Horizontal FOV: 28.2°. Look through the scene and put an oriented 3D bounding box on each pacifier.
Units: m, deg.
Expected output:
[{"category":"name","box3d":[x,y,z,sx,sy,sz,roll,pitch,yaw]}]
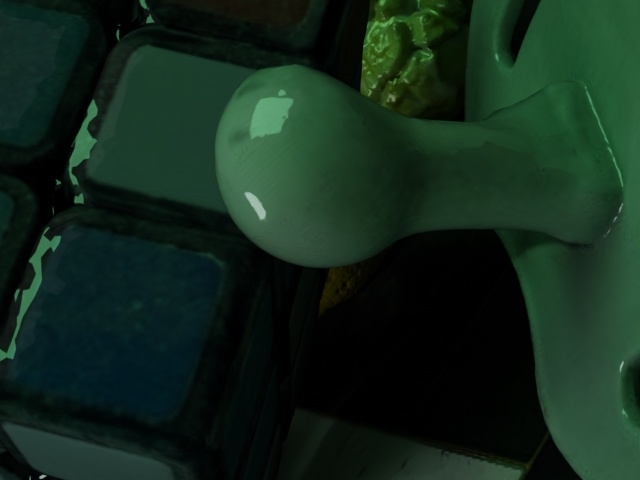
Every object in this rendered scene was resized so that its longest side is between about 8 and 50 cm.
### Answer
[{"category":"pacifier","box3d":[0.087,-0.046,0.581,0.288,0.269,0.343,108,152,-48]}]

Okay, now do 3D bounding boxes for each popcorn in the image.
[{"category":"popcorn","box3d":[0.090,-0.160,1.118,0.141,0.162,0.135,-24,-60,-80]}]

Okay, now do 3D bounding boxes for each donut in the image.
[{"category":"donut","box3d":[0.002,0.003,1.071,0.181,0.078,0.146,-40,21,12]}]

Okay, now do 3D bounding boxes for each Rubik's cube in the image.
[{"category":"Rubik's cube","box3d":[-0.171,-0.006,0.802,0.363,0.359,0.362,89,-167,-59]}]
